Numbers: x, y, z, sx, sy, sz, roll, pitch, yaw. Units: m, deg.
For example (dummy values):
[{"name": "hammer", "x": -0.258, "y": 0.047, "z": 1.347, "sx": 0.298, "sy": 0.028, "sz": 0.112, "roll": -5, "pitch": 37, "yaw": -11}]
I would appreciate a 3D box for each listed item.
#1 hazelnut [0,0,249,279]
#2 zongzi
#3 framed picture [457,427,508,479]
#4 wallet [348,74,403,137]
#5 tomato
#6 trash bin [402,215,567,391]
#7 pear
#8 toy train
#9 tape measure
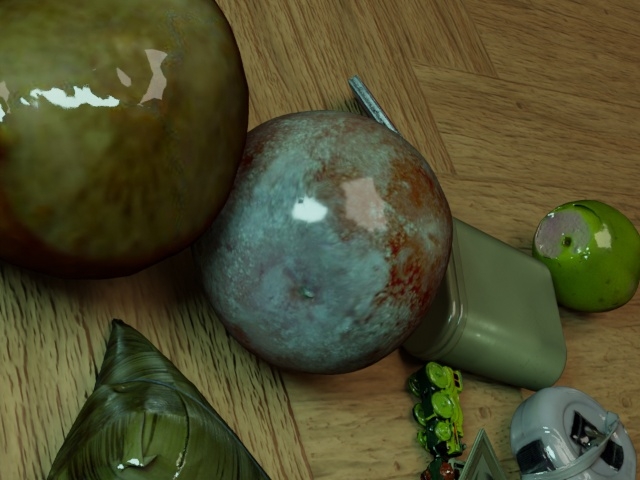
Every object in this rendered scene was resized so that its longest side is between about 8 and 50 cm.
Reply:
[{"name": "hazelnut", "x": -0.247, "y": -0.118, "z": 1.048, "sx": 0.365, "sy": 0.366, "sz": 0.366, "roll": 22, "pitch": 47, "yaw": -26}, {"name": "zongzi", "x": -0.138, "y": 0.225, "z": 1.077, "sx": 0.286, "sy": 0.138, "sz": 0.300, "roll": 42, "pitch": 13, "yaw": -25}, {"name": "framed picture", "x": 0.200, "y": 0.376, "z": 1.263, "sx": 0.173, "sy": 0.010, "sz": 0.231, "roll": 63, "pitch": 37, "yaw": -22}, {"name": "wallet", "x": 0.121, "y": -0.155, "z": 1.602, "sx": 0.232, "sy": 0.025, "sz": 0.119, "roll": 56, "pitch": 4, "yaw": 9}, {"name": "tomato", "x": 0.000, "y": 0.000, "z": 1.203, "sx": 0.316, "sy": 0.317, "sz": 0.282, "roll": 41, "pitch": 20, "yaw": -9}, {"name": "trash bin", "x": 0.234, "y": 0.089, "z": 1.487, "sx": 0.247, "sy": 0.121, "sz": 0.243, "roll": 21, "pitch": 48, "yaw": -32}, {"name": "pear", "x": 0.453, "y": 0.033, "z": 1.678, "sx": 0.219, "sy": 0.187, "sz": 0.188, "roll": 41, "pitch": 37, "yaw": -41}, {"name": "toy train", "x": 0.164, "y": 0.280, "z": 1.326, "sx": 0.085, "sy": 0.053, "sz": 0.250, "roll": 24, "pitch": 46, "yaw": -33}, {"name": "tape measure", "x": 0.358, "y": 0.304, "z": 1.427, "sx": 0.197, "sy": 0.120, "sz": 0.236, "roll": 39, "pitch": 38, "yaw": -8}]
